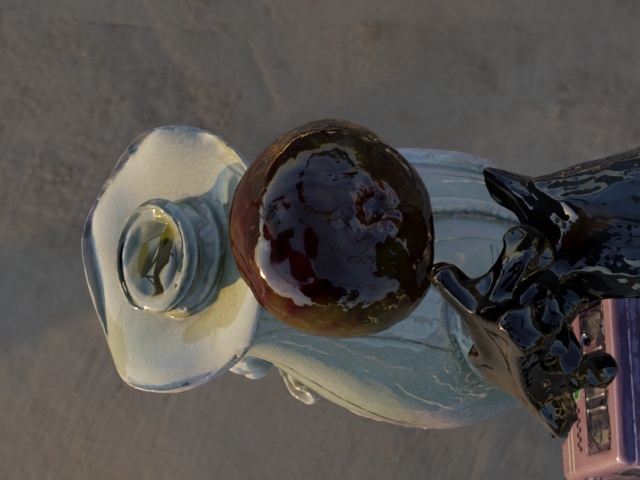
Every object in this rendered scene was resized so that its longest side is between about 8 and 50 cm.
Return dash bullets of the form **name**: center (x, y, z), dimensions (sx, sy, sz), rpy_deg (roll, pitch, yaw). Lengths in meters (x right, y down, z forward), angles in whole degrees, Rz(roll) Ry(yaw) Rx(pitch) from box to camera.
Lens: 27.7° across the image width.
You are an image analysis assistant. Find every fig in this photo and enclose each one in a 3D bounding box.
- **fig**: center (0.000, 0.000, 0.668), dimensions (0.103, 0.154, 0.109), rpy_deg (13, 73, -13)

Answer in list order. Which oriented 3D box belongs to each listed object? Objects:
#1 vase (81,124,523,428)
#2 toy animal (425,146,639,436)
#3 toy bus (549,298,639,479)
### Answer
- **vase**: center (0.027, 0.036, 1.039), dimensions (0.250, 0.445, 0.250), rpy_deg (-7, 79, 40)
- **toy animal**: center (0.153, -0.012, 0.601), dimensions (0.210, 0.121, 0.117), rpy_deg (-32, 49, 0)
- **toy bus**: center (0.198, 0.050, 0.807), dimensions (0.096, 0.108, 0.199), rpy_deg (3, 75, -10)
